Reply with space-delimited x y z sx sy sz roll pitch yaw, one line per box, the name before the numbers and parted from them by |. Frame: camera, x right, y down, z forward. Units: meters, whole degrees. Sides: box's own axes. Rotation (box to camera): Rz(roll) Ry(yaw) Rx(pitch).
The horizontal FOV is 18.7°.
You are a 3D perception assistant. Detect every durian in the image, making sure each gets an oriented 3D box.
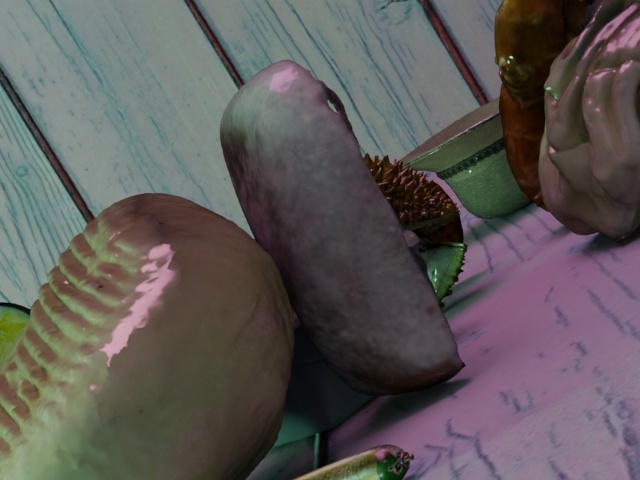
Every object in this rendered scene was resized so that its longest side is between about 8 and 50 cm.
durian | 0.019 -0.002 1.983 0.138 0.237 0.193 -113 38 -51

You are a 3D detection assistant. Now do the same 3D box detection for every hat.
hat | 0.225 -0.101 2.453 0.257 0.130 0.257 -31 5 3

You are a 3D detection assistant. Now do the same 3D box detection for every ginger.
ginger | 0.306 -0.202 2.094 0.357 0.274 0.152 -34 13 -36

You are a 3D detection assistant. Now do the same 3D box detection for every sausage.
sausage | -0.026 0.195 1.427 0.269 0.033 0.033 -28 5 41

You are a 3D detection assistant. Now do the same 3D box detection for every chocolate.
chocolate | 0.000 0.000 1.629 0.100 0.303 0.185 -25 0 -14

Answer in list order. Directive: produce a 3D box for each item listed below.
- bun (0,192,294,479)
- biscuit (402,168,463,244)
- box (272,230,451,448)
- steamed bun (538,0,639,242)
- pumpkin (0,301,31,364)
bun | -0.146 0.129 1.604 0.361 0.213 0.361 -51 20 27
biscuit | 0.060 0.004 2.102 0.192 0.192 0.049 -31 31 9
box | 0.001 0.091 1.803 0.227 0.130 0.162 -33 4 -32
steamed bun | 0.325 -0.146 1.789 0.320 0.206 0.275 -26 4 20
pumpkin | -0.447 0.224 2.588 0.293 0.263 0.197 -29 0 -3
